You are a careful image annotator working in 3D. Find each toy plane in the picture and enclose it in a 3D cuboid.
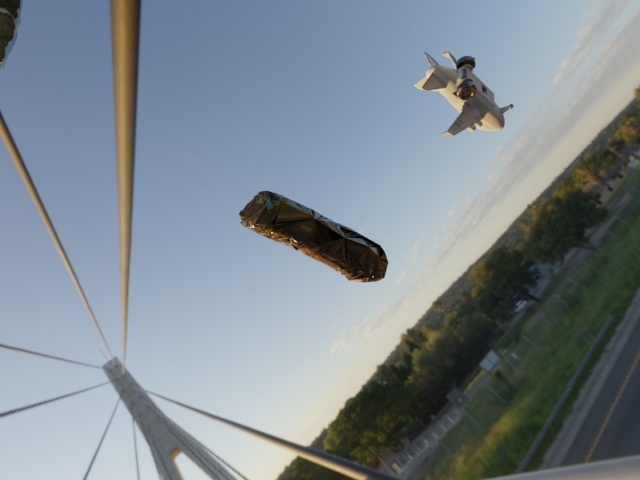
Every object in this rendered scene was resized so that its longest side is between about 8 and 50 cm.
[{"bbox_3d":[0.326,-0.315,0.908,0.101,0.255,0.251,-35,39,53],"label":"toy plane"}]

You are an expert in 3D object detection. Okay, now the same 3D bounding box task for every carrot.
[{"bbox_3d":[0.001,-0.001,0.559,0.228,0.069,0.069,27,-71,-32],"label":"carrot"}]

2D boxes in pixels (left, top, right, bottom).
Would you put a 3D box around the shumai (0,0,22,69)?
[{"bbox_3d":[-0.567,-0.310,0.517,0.309,0.263,0.304,-10,-63,-38],"label":"shumai"}]
